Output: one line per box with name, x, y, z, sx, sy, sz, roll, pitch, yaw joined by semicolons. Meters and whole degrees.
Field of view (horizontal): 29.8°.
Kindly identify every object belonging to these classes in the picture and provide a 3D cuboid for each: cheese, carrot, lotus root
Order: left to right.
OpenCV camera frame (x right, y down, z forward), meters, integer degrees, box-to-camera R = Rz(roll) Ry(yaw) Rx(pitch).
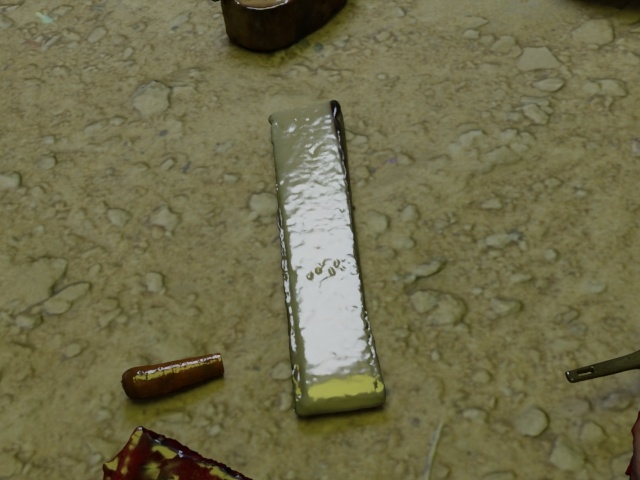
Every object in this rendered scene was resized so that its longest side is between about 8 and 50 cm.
carrot;-0.134;0.122;1.088;0.093;0.032;0.032;-12;46;-9
lotus root;-0.039;-0.335;1.471;0.170;0.074;0.260;6;47;14
cheese;-0.001;0.002;1.176;0.085;0.034;0.400;-12;46;5

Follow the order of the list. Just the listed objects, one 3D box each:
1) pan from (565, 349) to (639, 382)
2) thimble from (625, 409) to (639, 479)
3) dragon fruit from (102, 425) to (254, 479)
pan;0.309;0.086;1.027;0.202;0.048;0.128;0;46;9
thimble;0.318;0.171;0.888;0.189;0.125;0.163;-26;53;-12
dragon fruit;-0.032;0.294;0.845;0.317;0.152;0.205;25;76;19
